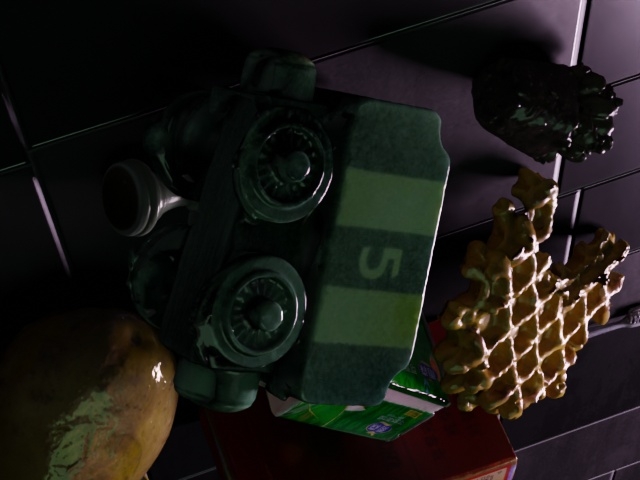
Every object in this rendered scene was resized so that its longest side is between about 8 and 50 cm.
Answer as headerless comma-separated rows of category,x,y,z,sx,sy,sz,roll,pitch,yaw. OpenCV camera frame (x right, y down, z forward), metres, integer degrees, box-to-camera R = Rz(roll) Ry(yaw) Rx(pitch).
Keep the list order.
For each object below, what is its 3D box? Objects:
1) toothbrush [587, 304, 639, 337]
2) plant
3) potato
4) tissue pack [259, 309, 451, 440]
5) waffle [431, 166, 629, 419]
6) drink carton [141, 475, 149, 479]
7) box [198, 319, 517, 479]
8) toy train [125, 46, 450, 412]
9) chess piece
toothbrush,0.287,0.126,2.021,0.321,0.023,0.031,-16,143,-15
plant,0.210,-0.120,1.491,0.143,0.094,0.092,9,149,-36
potato,-0.246,0.168,1.564,0.229,0.229,0.266,10,122,-44
tissue pack,0.008,0.126,1.699,0.156,0.148,0.209,-33,150,23
waffle,0.228,0.075,1.735,0.293,0.069,0.259,25,92,-53
drink carton,-0.282,0.314,1.876,0.074,0.084,0.200,-24,161,-52
box,0.039,0.227,1.834,0.313,0.197,0.089,-16,150,-12
toy train,-0.026,-0.005,1.352,0.238,0.167,0.299,8,98,-36
chess piece,-0.133,-0.041,1.415,0.103,0.067,0.067,-9,149,-40
